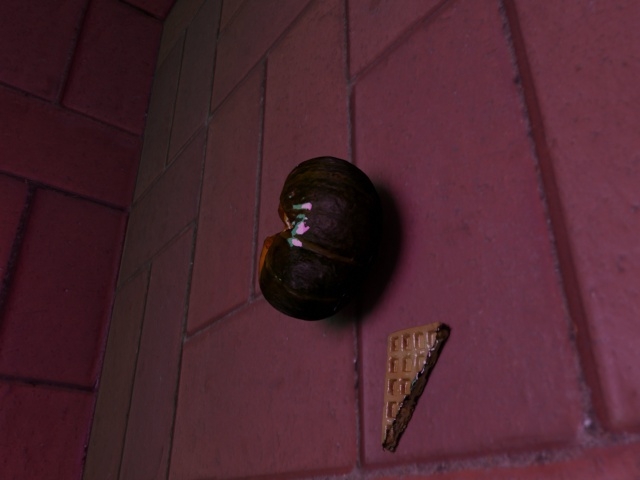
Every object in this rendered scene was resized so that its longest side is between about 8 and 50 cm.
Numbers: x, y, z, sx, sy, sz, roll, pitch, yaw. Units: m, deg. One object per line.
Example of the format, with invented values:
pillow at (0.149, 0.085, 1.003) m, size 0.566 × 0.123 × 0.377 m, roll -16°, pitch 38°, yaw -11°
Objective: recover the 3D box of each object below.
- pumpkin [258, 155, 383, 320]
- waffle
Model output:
pumpkin at (0.003, 0.000, 0.814) m, size 0.238 × 0.159 × 0.238 m, roll -167°, pitch 90°, yaw -79°
waffle at (0.113, 0.178, 0.683) m, size 0.097 × 0.023 × 0.152 m, roll -21°, pitch 56°, yaw 53°
